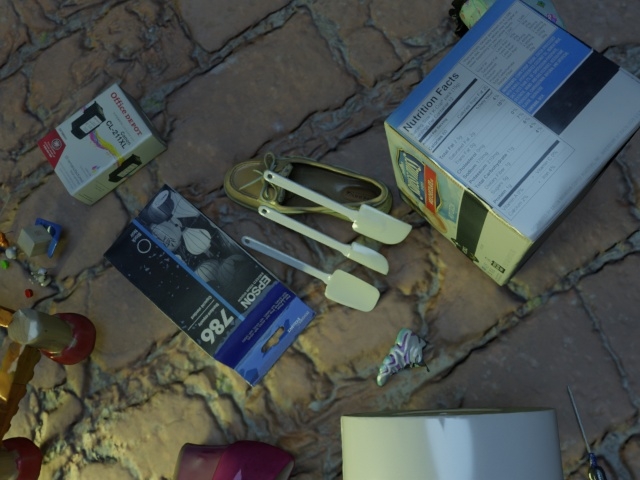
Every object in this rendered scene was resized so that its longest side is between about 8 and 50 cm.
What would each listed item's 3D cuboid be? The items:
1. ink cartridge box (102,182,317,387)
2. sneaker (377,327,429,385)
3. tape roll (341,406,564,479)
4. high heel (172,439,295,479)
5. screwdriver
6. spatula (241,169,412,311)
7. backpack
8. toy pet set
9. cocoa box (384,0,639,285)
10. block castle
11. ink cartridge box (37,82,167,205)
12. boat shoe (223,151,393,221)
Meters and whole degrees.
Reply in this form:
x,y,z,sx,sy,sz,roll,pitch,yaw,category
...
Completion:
x,y,z,sx,sy,sz,roll,pitch,yaw,category
-0.182,0.070,1.118,0.333,0.065,0.165,38,86,13,ink cartridge box
0.134,0.191,1.054,0.069,0.038,0.098,28,84,14,sneaker
0.168,0.276,0.906,0.286,0.286,0.100,-4,78,8,tape roll
-0.141,0.482,0.984,0.181,0.127,0.377,-2,74,19,high heel
0.392,0.296,1.001,0.025,0.024,0.170,-20,72,35,screwdriver
0.000,0.000,1.075,0.242,0.019,0.168,24,115,2,spatula
0.309,-0.344,1.101,0.152,0.115,0.182,-24,78,1,backpack
-0.498,0.016,1.192,0.122,0.065,0.114,44,123,17,toy pet set
0.252,-0.116,0.941,0.228,0.347,0.231,42,88,15,cocoa box
-0.620,0.197,1.087,0.453,0.213,0.303,17,78,10,block castle
-0.378,-0.167,1.192,0.175,0.072,0.127,-38,75,0,ink cartridge box
-0.026,-0.092,1.112,0.285,0.089,0.104,6,80,10,boat shoe
